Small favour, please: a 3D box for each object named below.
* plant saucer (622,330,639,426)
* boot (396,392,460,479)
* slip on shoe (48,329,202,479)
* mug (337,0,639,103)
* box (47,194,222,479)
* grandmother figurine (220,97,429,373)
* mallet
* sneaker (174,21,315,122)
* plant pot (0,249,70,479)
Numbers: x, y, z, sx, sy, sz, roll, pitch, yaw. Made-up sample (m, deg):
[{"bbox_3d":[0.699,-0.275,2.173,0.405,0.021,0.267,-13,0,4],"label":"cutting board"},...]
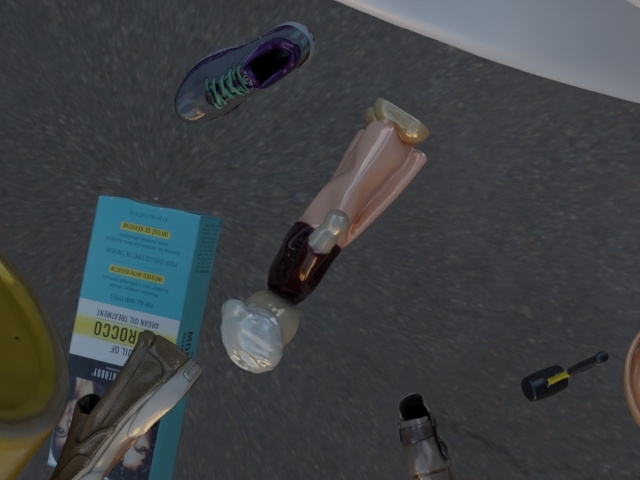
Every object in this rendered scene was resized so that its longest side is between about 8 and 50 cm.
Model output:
[{"bbox_3d":[0.468,0.184,1.573,0.199,0.037,0.200,3,66,-7],"label":"plant saucer"},{"bbox_3d":[0.081,0.160,0.987,0.042,0.118,0.087,-17,99,-1],"label":"boot"},{"bbox_3d":[-0.125,0.106,0.724,0.041,0.051,0.135,43,112,-5],"label":"slip on shoe"},{"bbox_3d":[0.044,-0.259,0.448,0.276,0.374,0.328,18,96,-50],"label":"mug"},{"bbox_3d":[-0.165,0.088,1.122,0.100,0.060,0.244,11,92,14],"label":"box"},{"bbox_3d":[0.000,0.000,1.457,0.104,0.208,0.342,33,82,4],"label":"grandmother figurine"},{"bbox_3d":[0.344,0.176,1.719,0.062,0.189,0.039,-17,78,-29],"label":"mallet"},{"bbox_3d":[-0.115,-0.222,1.705,0.223,0.098,0.083,-30,102,20],"label":"sneaker"},{"bbox_3d":[-0.274,0.103,0.678,0.239,0.254,0.254,-40,97,17],"label":"plant pot"}]
